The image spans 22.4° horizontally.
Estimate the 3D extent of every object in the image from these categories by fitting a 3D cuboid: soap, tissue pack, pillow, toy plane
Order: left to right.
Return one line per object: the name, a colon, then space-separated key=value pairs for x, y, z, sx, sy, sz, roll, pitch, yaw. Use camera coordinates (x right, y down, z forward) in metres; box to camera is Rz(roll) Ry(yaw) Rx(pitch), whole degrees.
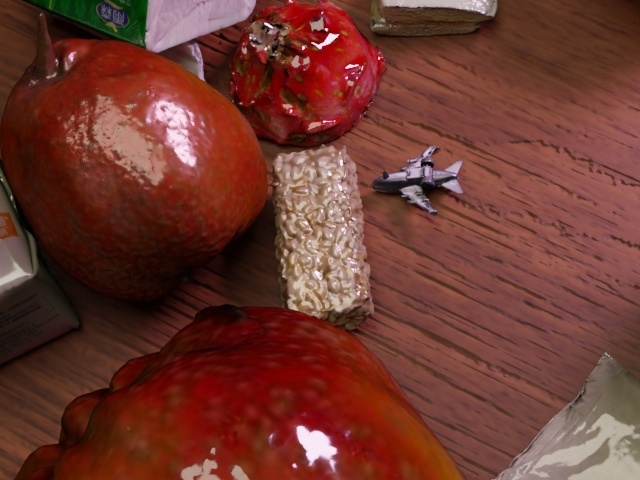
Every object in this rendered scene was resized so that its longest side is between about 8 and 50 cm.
soap: x=-0.349 y=0.026 z=1.448 sx=0.199 sy=0.138 sz=0.182 roll=-27 pitch=66 yaw=-2
tissue pack: x=-0.183 y=-0.243 z=1.521 sx=0.209 sy=0.156 sz=0.148 roll=26 pitch=33 yaw=31
toy plane: x=0.088 y=-0.055 z=1.475 sx=0.083 sy=0.031 sz=0.078 roll=-1 pitch=52 yaw=6
pillow: x=0.217 y=0.215 z=1.337 sx=0.230 sy=0.050 sz=0.148 roll=-44 pitch=75 yaw=-10

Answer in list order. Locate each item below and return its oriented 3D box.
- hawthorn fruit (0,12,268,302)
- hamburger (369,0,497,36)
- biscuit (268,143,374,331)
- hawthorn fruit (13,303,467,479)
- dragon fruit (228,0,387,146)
hawthorn fruit: x=-0.175 y=-0.084 z=1.401 sx=0.210 sy=0.210 sz=0.262 roll=-35 pitch=106 yaw=-6
hamburger: x=0.108 y=-0.242 z=1.538 sx=0.121 sy=0.054 sz=0.084 roll=2 pitch=64 yaw=6
biscuit: x=0.000 y=0.000 z=1.444 sx=0.082 sy=0.070 sz=0.168 roll=-11 pitch=69 yaw=11
hawthorn fruit: x=-0.049 y=0.261 z=1.200 sx=0.403 sy=0.403 sz=0.402 roll=-3 pitch=68 yaw=7
dragon fruit: x=-0.018 y=-0.171 z=1.496 sx=0.153 sy=0.111 sz=0.153 roll=-2 pitch=71 yaw=6
